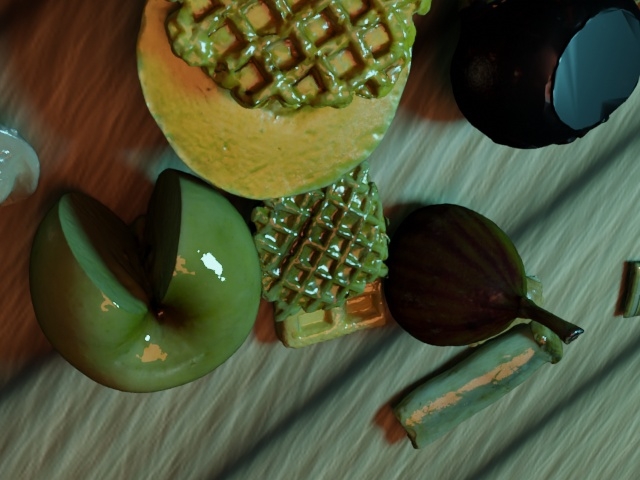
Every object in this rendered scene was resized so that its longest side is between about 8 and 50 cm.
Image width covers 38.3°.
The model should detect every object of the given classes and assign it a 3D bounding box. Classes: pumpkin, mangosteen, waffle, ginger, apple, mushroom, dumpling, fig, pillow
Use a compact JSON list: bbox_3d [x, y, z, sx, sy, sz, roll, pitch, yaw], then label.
[{"bbox_3d":[-0.068,-0.234,1.152,0.332,0.199,0.332,-4,109,-13],"label":"pumpkin"},{"bbox_3d":[0.294,-0.267,1.232,0.287,0.233,0.287,-10,115,-22],"label":"mangosteen"},{"bbox_3d":[0.006,0.029,1.367,0.168,0.057,0.274,-13,118,-14],"label":"waffle"},{"bbox_3d":[0.290,0.109,1.506,0.165,0.067,0.096,-33,121,3],"label":"ginger"},{"bbox_3d":[-0.222,0.044,1.177,0.292,0.254,0.292,-7,118,-14],"label":"apple"},{"bbox_3d":[0.266,0.233,1.550,0.312,0.081,0.100,-33,114,2],"label":"mushroom"},{"bbox_3d":[-0.429,-0.100,1.125,0.150,0.092,0.176,-25,121,-4],"label":"dumpling"},{"bbox_3d":[-0.030,-0.287,1.002,0.325,0.068,0.302,7,107,-14],"label":"waffle"},{"bbox_3d":[0.000,0.000,1.286,0.208,0.054,0.214,-19,114,-8],"label":"waffle"},{"bbox_3d":[0.244,0.069,1.323,0.217,0.321,0.217,-13,111,-38],"label":"fig"},{"bbox_3d":[0.630,0.078,1.630,0.203,0.038,0.113,-7,116,-18],"label":"pillow"}]

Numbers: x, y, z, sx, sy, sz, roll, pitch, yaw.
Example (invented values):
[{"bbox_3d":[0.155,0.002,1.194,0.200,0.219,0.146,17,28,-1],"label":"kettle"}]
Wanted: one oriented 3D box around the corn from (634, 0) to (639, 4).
[{"bbox_3d":[0.408,-0.393,1.251,0.079,0.079,0.237,-38,157,0],"label":"corn"}]
